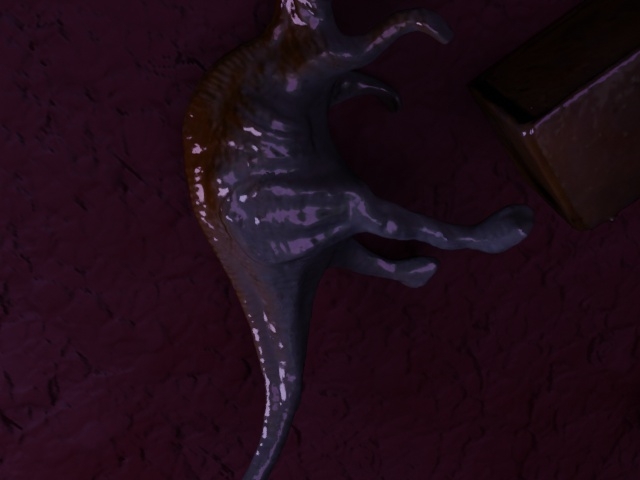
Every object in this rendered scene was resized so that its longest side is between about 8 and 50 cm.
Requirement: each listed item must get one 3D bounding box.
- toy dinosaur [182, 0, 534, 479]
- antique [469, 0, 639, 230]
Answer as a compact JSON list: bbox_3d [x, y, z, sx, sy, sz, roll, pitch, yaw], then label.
[{"bbox_3d":[0.000,0.000,0.604,0.205,0.092,0.393,18,111,-19],"label":"toy dinosaur"},{"bbox_3d":[0.246,-0.136,0.592,0.310,0.093,0.087,-35,117,5],"label":"antique"}]
